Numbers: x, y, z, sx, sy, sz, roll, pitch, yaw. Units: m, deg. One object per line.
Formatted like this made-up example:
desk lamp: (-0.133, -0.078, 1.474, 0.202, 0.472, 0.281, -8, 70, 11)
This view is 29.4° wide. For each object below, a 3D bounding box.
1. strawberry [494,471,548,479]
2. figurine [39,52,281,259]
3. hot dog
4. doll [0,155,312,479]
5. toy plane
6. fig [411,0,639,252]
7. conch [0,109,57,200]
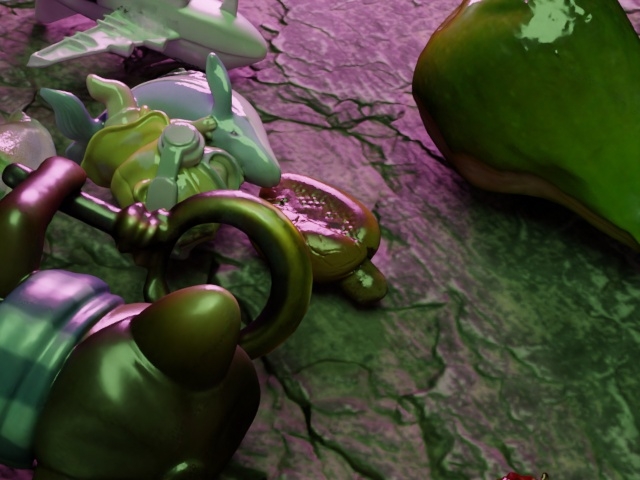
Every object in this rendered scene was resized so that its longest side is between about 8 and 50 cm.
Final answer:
strawberry: (0.107, 0.247, 0.793, 0.208, 0.087, 0.167, -4, 65, -43)
figurine: (-0.132, -0.071, 1.016, 0.208, 0.128, 0.184, 7, 50, 12)
hot dog: (0.001, -0.001, 1.009, 0.140, 0.060, 0.090, 22, 51, 25)
doll: (-0.198, 0.067, 0.856, 0.340, 0.209, 0.318, 24, 83, 17)
toy plane: (-0.170, -0.226, 1.160, 0.255, 0.101, 0.251, 17, 37, 9)
fig: (0.218, -0.101, 1.052, 0.206, 0.206, 0.275, -32, 72, -29)
conch: (-0.267, -0.056, 1.022, 0.088, 0.065, 0.180, 10, 38, 6)
